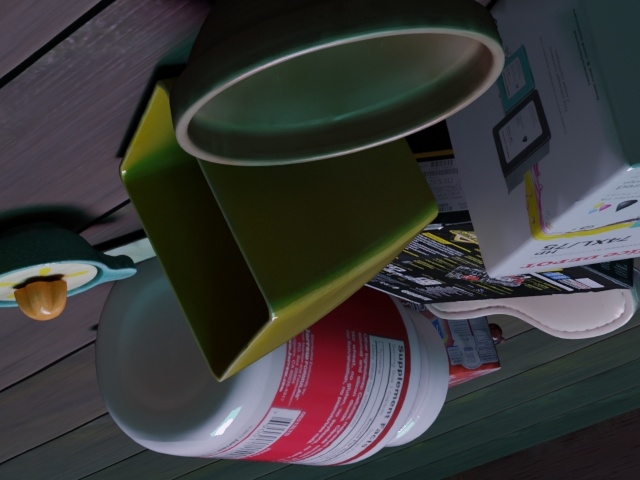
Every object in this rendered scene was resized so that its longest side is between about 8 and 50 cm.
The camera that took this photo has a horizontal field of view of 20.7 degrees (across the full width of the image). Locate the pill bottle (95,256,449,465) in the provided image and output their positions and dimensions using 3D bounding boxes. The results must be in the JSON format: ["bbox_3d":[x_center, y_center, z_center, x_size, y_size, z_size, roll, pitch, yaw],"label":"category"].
[{"bbox_3d":[-0.036,0.134,1.942,0.229,0.229,0.408,-23,159,31],"label":"pill bottle"}]

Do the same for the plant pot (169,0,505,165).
[{"bbox_3d":[0.002,-0.145,1.237,0.237,0.109,0.237,-14,165,-4],"label":"plant pot"}]

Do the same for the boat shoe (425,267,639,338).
[{"bbox_3d":[0.252,0.043,2.019,0.097,0.116,0.324,-21,-166,-38],"label":"boat shoe"}]

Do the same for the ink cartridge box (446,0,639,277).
[{"bbox_3d":[0.246,-0.110,1.405,0.198,0.197,0.270,-8,164,-20],"label":"ink cartridge box"}]

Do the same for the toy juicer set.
[{"bbox_3d":[-0.297,0.046,1.704,0.209,0.089,0.329,-25,161,37],"label":"toy juicer set"}]

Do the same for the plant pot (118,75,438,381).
[{"bbox_3d":[-0.029,-0.034,1.471,0.187,0.212,0.212,-22,169,-22],"label":"plant pot"}]

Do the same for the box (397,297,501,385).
[{"bbox_3d":[0.103,0.134,2.270,0.123,0.128,0.257,-25,166,38],"label":"box"}]

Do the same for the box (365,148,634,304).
[{"bbox_3d":[0.128,-0.007,1.731,0.257,0.079,0.322,-8,163,34],"label":"box"}]

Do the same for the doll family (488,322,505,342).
[{"bbox_3d":[0.174,0.137,2.496,0.193,0.076,0.111,-11,161,-29],"label":"doll family"}]

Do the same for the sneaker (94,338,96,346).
[{"bbox_3d":[-0.186,0.126,2.119,0.170,0.074,0.063,-9,164,-16],"label":"sneaker"}]
